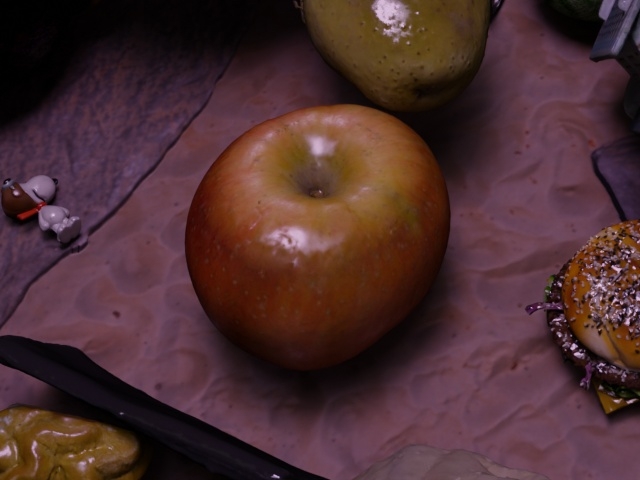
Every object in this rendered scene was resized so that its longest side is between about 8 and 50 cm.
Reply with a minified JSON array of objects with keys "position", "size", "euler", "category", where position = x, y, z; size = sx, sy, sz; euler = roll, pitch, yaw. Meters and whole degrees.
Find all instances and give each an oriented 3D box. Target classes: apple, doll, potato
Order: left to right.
[{"position":[-0.259,-0.027,1.408],"size":[0.058,0.040,0.085],"euler":[-20,54,-18],"category":"doll"},{"position":[0.000,0.000,1.272],"size":[0.235,0.173,0.210],"euler":[-27,52,-21],"category":"apple"},{"position":[0.062,-0.211,1.332],"size":[0.169,0.143,0.248],"euler":[-7,48,-5],"category":"potato"}]

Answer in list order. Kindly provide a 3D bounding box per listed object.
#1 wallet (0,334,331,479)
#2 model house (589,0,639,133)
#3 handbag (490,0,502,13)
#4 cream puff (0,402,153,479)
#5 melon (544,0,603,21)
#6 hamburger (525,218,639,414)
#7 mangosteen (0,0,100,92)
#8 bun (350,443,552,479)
[{"position":[-0.125,0.141,1.214],"size":[0.285,0.146,0.030],"euler":[22,90,23],"category":"wallet"},{"position":[0.333,-0.151,1.239],"size":[0.198,0.224,0.215],"euler":[-39,91,9],"category":"model house"},{"position":[0.115,-0.281,1.505],"size":[0.151,0.072,0.193],"euler":[11,56,16],"category":"handbag"},{"position":[-0.205,0.191,1.199],"size":[0.146,0.146,0.116],"euler":[10,79,15],"category":"cream puff"},{"position":[0.307,-0.323,1.436],"size":[0.287,0.182,0.182],"euler":[-39,59,-16],"category":"melon"},{"position":[0.272,0.047,1.240],"size":[0.189,0.093,0.164],"euler":[-26,55,-11],"category":"hamburger"},{"position":[-0.337,-0.267,1.477],"size":[0.275,0.275,0.302],"euler":[37,35,28],"category":"mangosteen"},{"position":[0.072,0.299,1.026],"size":[0.359,0.211,0.360],"euler":[-4,57,6],"category":"bun"}]
